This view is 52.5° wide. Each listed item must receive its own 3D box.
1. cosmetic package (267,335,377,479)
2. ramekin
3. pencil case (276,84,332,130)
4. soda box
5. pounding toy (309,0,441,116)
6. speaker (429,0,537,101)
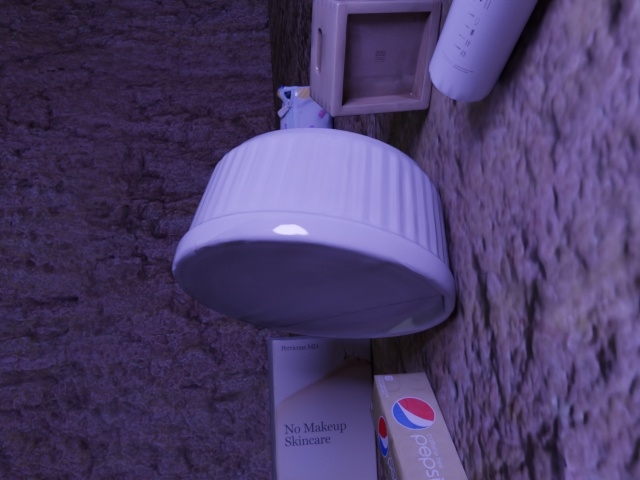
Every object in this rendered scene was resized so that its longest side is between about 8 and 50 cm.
[{"bbox_3d":[0.001,0.306,1.026,0.113,0.160,0.310,150,117,-80],"label":"cosmetic package"},{"bbox_3d":[0.000,0.000,0.644,0.273,0.272,0.127,106,172,-65],"label":"ramekin"},{"bbox_3d":[-0.028,-0.167,1.274,0.124,0.113,0.273,-32,-59,-74],"label":"pencil case"},{"bbox_3d":[0.098,0.217,0.653,0.181,0.061,0.058,-105,16,-58],"label":"soda box"},{"bbox_3d":[0.058,-0.215,0.673,0.100,0.130,0.141,-126,33,-54],"label":"pounding toy"},{"bbox_3d":[0.118,-0.160,0.453,0.136,0.055,0.055,102,164,-61],"label":"speaker"}]
